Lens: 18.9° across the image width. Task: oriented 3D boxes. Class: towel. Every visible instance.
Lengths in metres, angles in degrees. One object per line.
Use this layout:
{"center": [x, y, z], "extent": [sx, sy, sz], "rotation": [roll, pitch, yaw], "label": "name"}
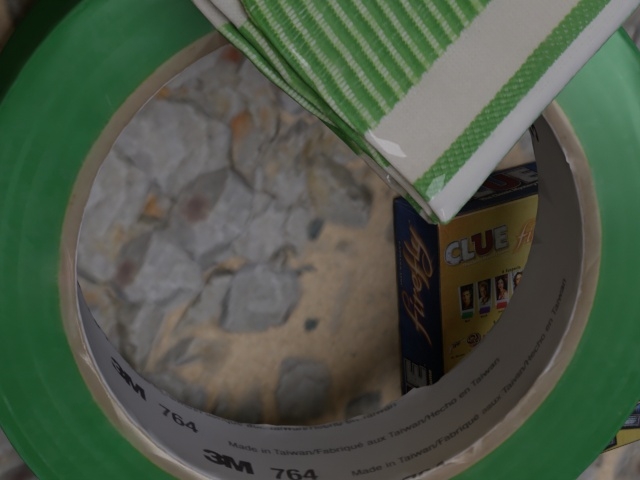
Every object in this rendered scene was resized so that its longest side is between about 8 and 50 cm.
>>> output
{"center": [0.005, -0.197, 0.756], "extent": [0.325, 0.038, 0.248], "rotation": [44, 76, -6], "label": "towel"}

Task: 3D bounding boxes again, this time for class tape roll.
{"center": [0.000, 0.000, 0.861], "extent": [0.321, 0.077, 0.321], "rotation": [-4, 112, -10], "label": "tape roll"}

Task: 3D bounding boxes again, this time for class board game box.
{"center": [0.156, 0.032, 1.053], "extent": [0.243, 0.042, 0.165], "rotation": [-14, 113, -28], "label": "board game box"}
